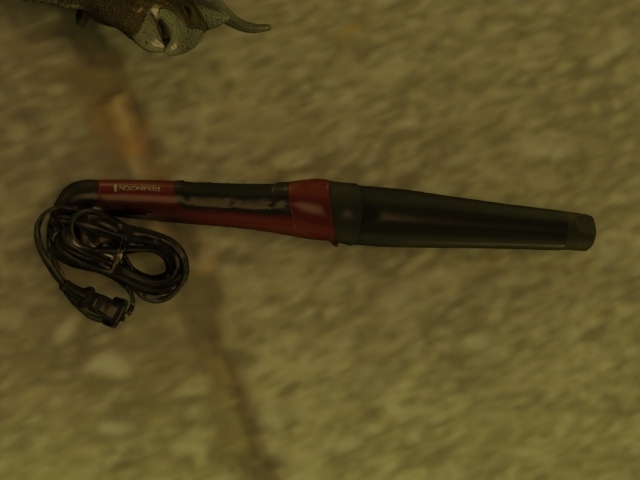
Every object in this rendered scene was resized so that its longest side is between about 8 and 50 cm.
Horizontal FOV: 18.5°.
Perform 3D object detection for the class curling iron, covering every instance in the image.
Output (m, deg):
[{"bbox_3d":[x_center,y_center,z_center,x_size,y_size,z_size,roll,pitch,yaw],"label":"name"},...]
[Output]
[{"bbox_3d":[0.000,0.000,0.934,0.274,0.035,0.068,-3,92,-17],"label":"curling iron"}]

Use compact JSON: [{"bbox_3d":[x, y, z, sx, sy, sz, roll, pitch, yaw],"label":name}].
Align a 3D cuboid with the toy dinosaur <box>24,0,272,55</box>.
[{"bbox_3d":[-0.163,-0.200,0.869,0.160,0.121,0.313,-26,90,-29],"label":"toy dinosaur"}]
